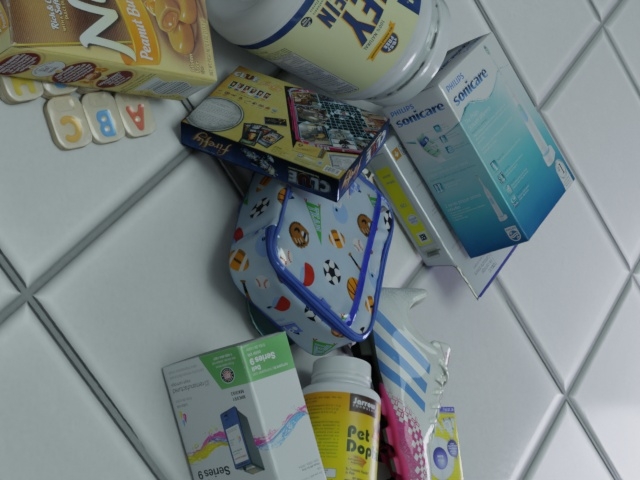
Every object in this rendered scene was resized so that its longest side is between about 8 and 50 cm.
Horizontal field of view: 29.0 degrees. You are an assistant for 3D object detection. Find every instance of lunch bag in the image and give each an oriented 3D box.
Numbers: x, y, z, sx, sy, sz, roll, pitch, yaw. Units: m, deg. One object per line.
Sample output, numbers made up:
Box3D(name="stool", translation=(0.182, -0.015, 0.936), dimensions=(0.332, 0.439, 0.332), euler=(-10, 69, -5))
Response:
Box3D(name="lunch bag", translation=(0.000, 0.000, 1.762), dimensions=(0.243, 0.115, 0.303), euler=(43, 41, -25))

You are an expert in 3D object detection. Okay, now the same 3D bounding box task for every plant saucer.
Box3D(name="plant saucer", translation=(-0.065, 0.093, 1.750), dimensions=(0.119, 0.021, 0.119), euler=(19, 63, -43))

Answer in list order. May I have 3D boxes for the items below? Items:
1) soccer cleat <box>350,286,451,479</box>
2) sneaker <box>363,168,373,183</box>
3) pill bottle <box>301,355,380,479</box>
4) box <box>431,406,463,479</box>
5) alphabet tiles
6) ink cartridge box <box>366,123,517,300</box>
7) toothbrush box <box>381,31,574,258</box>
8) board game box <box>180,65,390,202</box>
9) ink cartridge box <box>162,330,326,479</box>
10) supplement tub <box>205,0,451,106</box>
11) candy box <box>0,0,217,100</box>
Box3D(name="soccer cleat", translation=(0.139, 0.226, 1.818), dimensions=(0.143, 0.116, 0.331), euler=(-12, 83, -10))
Box3D(name="sneaker", translation=(0.069, -0.067, 1.938), dimensions=(0.043, 0.040, 0.109), euler=(22, 61, -43))
Box3D(name="pill bottle", translation=(0.023, 0.273, 1.707), dimensions=(0.117, 0.117, 0.215), euler=(25, 58, -39))
Box3D(name="box", translation=(0.171, 0.346, 1.897), dimensions=(0.105, 0.043, 0.179), euler=(7, 73, -45))
Box3D(name="alphabet tiles", translation=(-0.316, -0.260, 1.610), dimensions=(0.284, 0.021, 0.278), euler=(-17, 89, -49))
Box3D(name="ink cartridge box", translation=(0.229, -0.095, 2.102), dimensions=(0.307, 0.072, 0.303), euler=(60, 41, -15))
Box3D(name="toothbrush box", translation=(0.263, -0.156, 2.016), dimensions=(0.295, 0.126, 0.216), euler=(58, 44, -15))
Box3D(name="board game box", translation=(-0.048, -0.152, 1.718), dimensions=(0.165, 0.243, 0.042), euler=(-51, 156, -43))
Box3D(name="ink cartridge box", translation=(-0.095, 0.238, 1.566), dimensions=(0.093, 0.154, 0.212), euler=(-15, 88, -48))
Box3D(name="supplement tub", translation=(0.016, -0.348, 1.835), dimensions=(0.325, 0.235, 0.235), euler=(22, 61, -40))
Box3D(name="candy box", translation=(-0.286, -0.292, 1.570), dimensions=(0.316, 0.087, 0.183), euler=(3, 72, -46))
